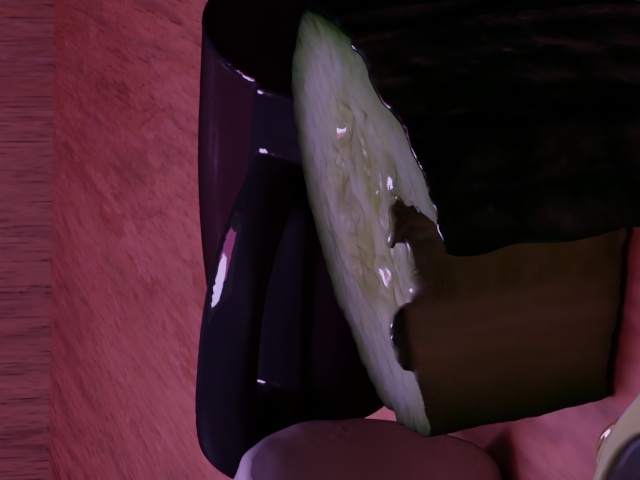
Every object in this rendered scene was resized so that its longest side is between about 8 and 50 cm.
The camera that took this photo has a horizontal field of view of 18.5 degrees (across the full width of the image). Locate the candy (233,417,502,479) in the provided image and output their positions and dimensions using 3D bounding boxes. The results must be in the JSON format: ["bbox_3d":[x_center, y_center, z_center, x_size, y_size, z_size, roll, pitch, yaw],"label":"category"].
[{"bbox_3d":[0.025,0.288,0.951,0.208,0.145,0.358,115,151,-60],"label":"candy"}]

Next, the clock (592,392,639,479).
[{"bbox_3d":[0.141,0.129,0.651,0.232,0.069,0.170,125,140,-66],"label":"clock"}]

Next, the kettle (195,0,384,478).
[{"bbox_3d":[0.000,0.000,1.000,0.202,0.144,0.232,-60,-20,-51],"label":"kettle"}]

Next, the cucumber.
[{"bbox_3d":[0.063,-0.021,0.832,0.191,0.130,0.191,176,90,-78],"label":"cucumber"}]
